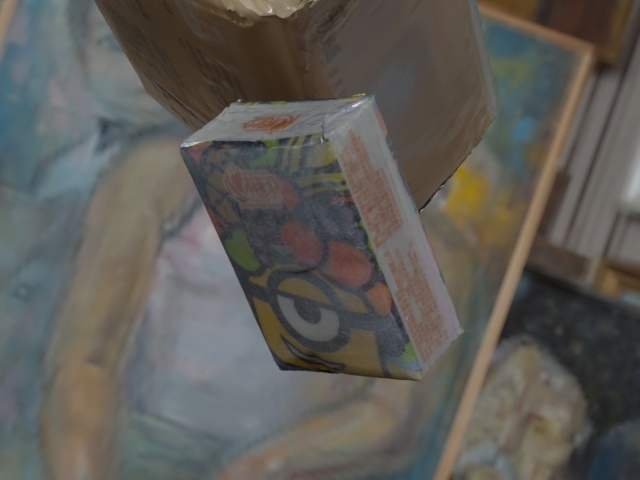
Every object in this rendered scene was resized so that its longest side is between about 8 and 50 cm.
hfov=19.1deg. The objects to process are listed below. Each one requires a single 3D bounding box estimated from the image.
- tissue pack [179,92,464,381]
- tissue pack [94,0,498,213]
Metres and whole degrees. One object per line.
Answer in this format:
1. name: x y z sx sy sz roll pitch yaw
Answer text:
1. tissue pack: 0.000 0.000 0.567 0.063 0.035 0.083 1 -56 44
2. tissue pack: -0.002 -0.172 1.038 0.238 0.238 0.305 18 -17 17
